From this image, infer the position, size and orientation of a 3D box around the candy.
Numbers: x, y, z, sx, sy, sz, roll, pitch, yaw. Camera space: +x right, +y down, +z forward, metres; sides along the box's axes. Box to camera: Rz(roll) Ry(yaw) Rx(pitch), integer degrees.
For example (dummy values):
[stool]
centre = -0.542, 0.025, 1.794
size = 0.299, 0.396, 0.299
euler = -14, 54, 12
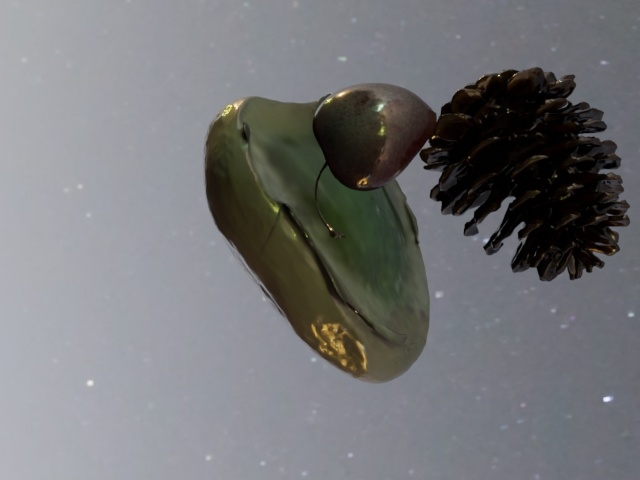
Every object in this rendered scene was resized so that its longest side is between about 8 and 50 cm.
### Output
[candy]
centre = 0.000, 0.000, 1.517
size = 0.186, 0.386, 0.427
euler = -32, -90, 26

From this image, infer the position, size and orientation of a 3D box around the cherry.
[cherry]
centre = 0.066, -0.101, 1.254
size = 0.188, 0.148, 0.115
euler = -113, -153, -49

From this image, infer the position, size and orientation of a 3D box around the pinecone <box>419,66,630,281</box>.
[pinecone]
centre = 0.261, -0.074, 1.391
size = 0.246, 0.246, 0.292
euler = -52, -125, 43
